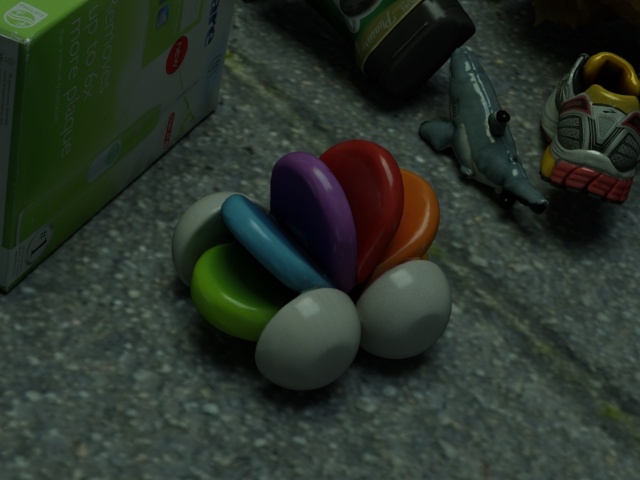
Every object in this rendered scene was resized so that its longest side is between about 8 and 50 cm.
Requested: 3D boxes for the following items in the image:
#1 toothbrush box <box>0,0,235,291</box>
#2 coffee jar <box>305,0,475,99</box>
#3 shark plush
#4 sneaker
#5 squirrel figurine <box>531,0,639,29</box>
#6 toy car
[{"bbox_3d":[-0.176,-0.134,1.274,0.122,0.206,0.283,25,39,15],"label":"toothbrush box"},{"bbox_3d":[0.036,-0.204,1.483,0.184,0.096,0.079,50,15,18],"label":"coffee jar"},{"bbox_3d":[0.125,-0.076,1.403,0.073,0.067,0.161,3,40,-13],"label":"shark plush"},{"bbox_3d":[0.223,-0.103,1.424,0.088,0.092,0.225,17,21,0],"label":"sneaker"},{"bbox_3d":[0.358,-0.266,1.546,0.397,0.281,0.370,11,31,-12],"label":"squirrel figurine"},{"bbox_3d":[0.000,0.000,1.218,0.182,0.136,0.159,-16,47,-32],"label":"toy car"}]
